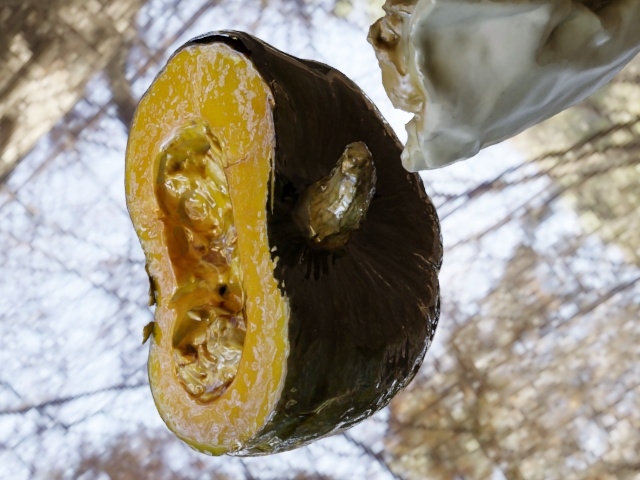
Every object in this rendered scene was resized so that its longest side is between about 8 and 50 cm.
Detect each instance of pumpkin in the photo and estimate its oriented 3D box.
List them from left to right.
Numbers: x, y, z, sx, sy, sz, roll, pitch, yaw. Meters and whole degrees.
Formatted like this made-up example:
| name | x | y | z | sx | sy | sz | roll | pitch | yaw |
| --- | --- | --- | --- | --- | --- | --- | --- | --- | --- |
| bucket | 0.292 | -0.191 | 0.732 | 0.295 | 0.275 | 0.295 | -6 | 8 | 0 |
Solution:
| name | x | y | z | sx | sy | sz | roll | pitch | yaw |
| --- | --- | --- | --- | --- | --- | --- | --- | --- | --- |
| pumpkin | 0.000 | 0.000 | 1.174 | 0.232 | 0.242 | 0.325 | 4 | -109 | -39 |

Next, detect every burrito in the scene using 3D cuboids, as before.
| name | x | y | z | sx | sy | sz | roll | pitch | yaw |
| --- | --- | --- | --- | --- | --- | --- | --- | --- | --- |
| burrito | 0.138 | -0.122 | 0.650 | 0.076 | 0.117 | 0.392 | 47 | -135 | 11 |
